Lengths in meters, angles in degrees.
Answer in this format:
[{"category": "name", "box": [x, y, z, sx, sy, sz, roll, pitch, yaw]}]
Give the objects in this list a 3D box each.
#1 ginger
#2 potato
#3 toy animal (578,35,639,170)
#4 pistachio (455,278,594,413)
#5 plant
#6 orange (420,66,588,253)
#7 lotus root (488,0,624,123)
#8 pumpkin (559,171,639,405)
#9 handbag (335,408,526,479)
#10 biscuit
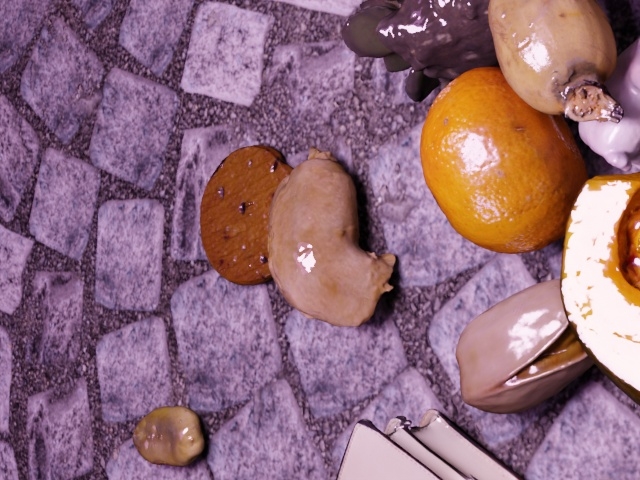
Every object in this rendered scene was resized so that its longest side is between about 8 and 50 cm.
[{"category": "ginger", "box": [0.000, 0.000, 1.938, 0.138, 0.152, 0.267, 126, 127, -63]}, {"category": "potato", "box": [-0.222, 0.294, 2.165, 0.138, 0.070, 0.091, -5, 82, 41]}, {"category": "toy animal", "box": [0.396, -0.189, 1.571, 0.282, 0.140, 0.138, -53, 41, 29]}, {"category": "pistachio", "box": [0.246, 0.128, 1.699, 0.129, 0.131, 0.206, 45, 127, -12]}, {"category": "plant", "box": [0.166, -0.303, 1.771, 0.276, 0.199, 0.188, -28, 63, 35]}, {"category": "orange", "box": [0.211, -0.091, 1.688, 0.170, 0.224, 0.224, -29, 66, 18]}, {"category": "lotus root", "box": [0.256, -0.209, 1.575, 0.125, 0.118, 0.221, 116, 137, -61]}, {"category": "pumpkin", "box": [0.397, 0.063, 1.492, 0.303, 0.225, 0.256, 21, 96, 42]}, {"category": "handbag", "box": [0.165, 0.393, 1.738, 0.358, 0.160, 0.236, 35, 118, 39]}, {"category": "biscuit", "box": [-0.100, -0.035, 2.098, 0.212, 0.036, 0.212, -4, 84, 44]}]
